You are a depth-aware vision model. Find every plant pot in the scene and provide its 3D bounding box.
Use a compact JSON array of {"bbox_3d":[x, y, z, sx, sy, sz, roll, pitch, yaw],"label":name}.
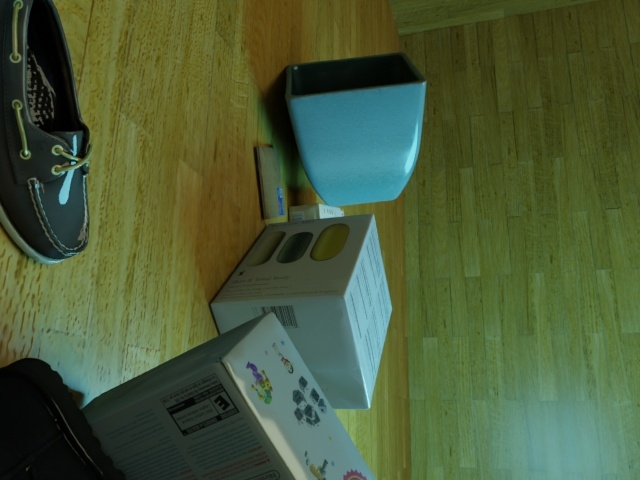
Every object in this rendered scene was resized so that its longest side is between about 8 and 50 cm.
[{"bbox_3d":[0.070,-0.212,1.133,0.247,0.248,0.252,-95,178,-60],"label":"plant pot"}]

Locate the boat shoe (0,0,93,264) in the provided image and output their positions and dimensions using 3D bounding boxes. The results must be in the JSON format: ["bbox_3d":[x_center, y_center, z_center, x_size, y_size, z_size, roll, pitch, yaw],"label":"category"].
[{"bbox_3d":[-0.232,-0.089,0.470,0.081,0.069,0.227,-49,132,-66],"label":"boat shoe"}]

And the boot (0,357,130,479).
[{"bbox_3d":[-0.209,0.216,0.357,0.246,0.094,0.207,61,19,-5],"label":"boot"}]

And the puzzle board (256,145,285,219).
[{"bbox_3d":[-0.091,-0.104,1.027,0.096,0.011,0.128,-21,106,-73],"label":"puzzle board"}]

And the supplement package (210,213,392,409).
[{"bbox_3d":[-0.012,0.106,0.907,0.262,0.199,0.198,-63,144,-60],"label":"supplement package"}]

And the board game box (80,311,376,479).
[{"bbox_3d":[-0.066,0.245,0.489,0.303,0.224,0.097,60,24,-6],"label":"board game box"}]

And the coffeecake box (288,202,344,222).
[{"bbox_3d":[0.000,0.000,1.194,0.185,0.068,0.142,0,84,-73],"label":"coffeecake box"}]
